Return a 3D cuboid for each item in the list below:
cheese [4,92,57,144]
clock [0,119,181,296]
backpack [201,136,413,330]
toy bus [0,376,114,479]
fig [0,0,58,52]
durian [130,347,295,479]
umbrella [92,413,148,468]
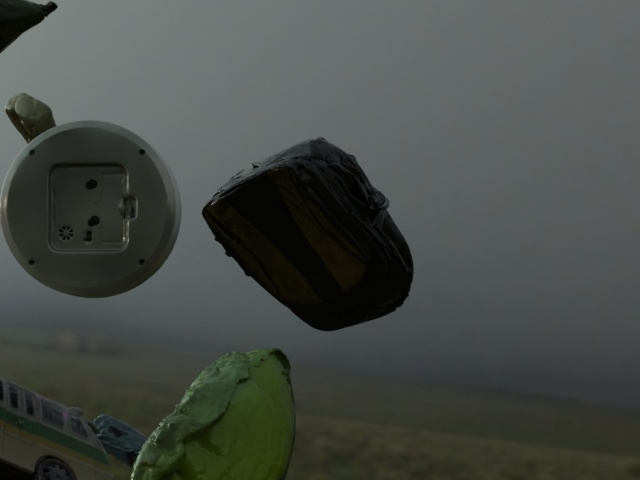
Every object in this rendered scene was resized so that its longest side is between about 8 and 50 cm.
[{"bbox_3d":[-0.379,-0.138,2.035,0.065,0.043,0.194,23,-20,18],"label":"cheese"},{"bbox_3d":[-0.297,-0.040,1.924,0.230,0.230,0.083,7,-2,-2],"label":"clock"},{"bbox_3d":[0.000,0.000,1.704,0.206,0.133,0.258,-24,-65,33],"label":"backpack"},{"bbox_3d":[-0.409,0.263,1.840,0.305,0.179,0.143,29,-59,-29],"label":"toy bus"},{"bbox_3d":[-0.386,-0.247,1.672,0.177,0.117,0.117,1,-3,-18],"label":"fig"},{"bbox_3d":[-0.102,0.201,1.399,0.101,0.250,0.139,-14,-62,46],"label":"durian"},{"bbox_3d":[-0.214,0.315,2.055,0.250,0.052,0.053,29,-28,16],"label":"umbrella"}]
